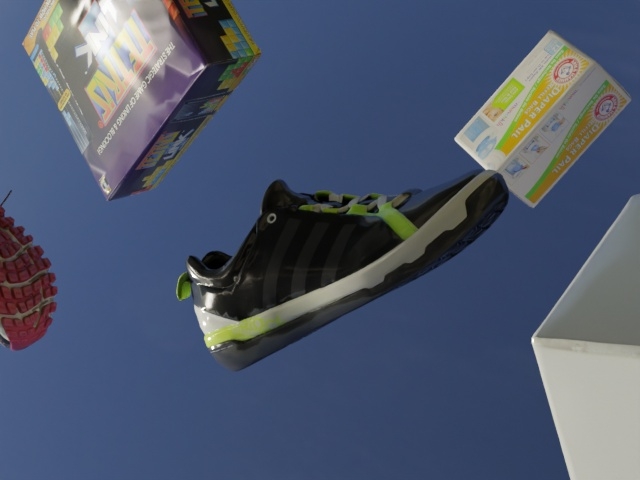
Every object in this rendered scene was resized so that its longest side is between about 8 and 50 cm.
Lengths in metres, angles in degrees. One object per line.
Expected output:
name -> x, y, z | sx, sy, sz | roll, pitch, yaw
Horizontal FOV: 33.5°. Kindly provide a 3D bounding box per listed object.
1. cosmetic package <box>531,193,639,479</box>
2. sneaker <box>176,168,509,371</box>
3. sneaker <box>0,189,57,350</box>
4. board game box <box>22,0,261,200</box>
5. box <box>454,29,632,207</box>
cosmetic package -> 0.346, 0.208, 0.918 | 0.161, 0.453, 0.230 | 3, -147, 39
sneaker -> 0.000, 0.000, 0.659 | 0.234, 0.084, 0.097 | -30, -95, 25
sneaker -> -0.435, 0.010, 1.338 | 0.112, 0.121, 0.299 | -40, -108, 23
board game box -> -0.128, -0.130, 0.721 | 0.048, 0.170, 0.141 | -19, -107, -41
box -> 0.305, -0.167, 1.465 | 0.203, 0.103, 0.114 | -49, -140, 10
